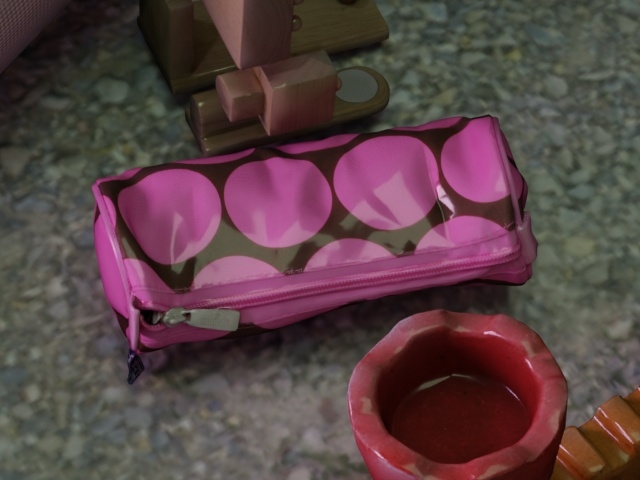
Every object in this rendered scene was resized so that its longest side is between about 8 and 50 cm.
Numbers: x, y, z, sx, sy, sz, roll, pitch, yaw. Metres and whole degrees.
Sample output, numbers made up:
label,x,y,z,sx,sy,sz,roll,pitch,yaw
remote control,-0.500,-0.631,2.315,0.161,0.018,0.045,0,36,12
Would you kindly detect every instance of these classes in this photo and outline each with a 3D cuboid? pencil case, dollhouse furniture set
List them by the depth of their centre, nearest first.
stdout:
label,x,y,z,sx,sy,sz,roll,pitch,yaw
pencil case,0.000,0.000,0.844,0.209,0.095,0.098,-13,23,-8
dollhouse furniture set,-0.009,-0.126,0.869,0.123,0.151,0.144,-16,54,-17

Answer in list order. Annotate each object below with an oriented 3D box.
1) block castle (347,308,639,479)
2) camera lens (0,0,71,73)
label,x,y,z,sx,sy,sz,roll,pitch,yaw
block castle,0.269,0.060,0.717,0.453,0.213,0.303,-31,51,-20
camera lens,-0.205,-0.191,0.870,0.219,0.219,0.274,31,63,15
